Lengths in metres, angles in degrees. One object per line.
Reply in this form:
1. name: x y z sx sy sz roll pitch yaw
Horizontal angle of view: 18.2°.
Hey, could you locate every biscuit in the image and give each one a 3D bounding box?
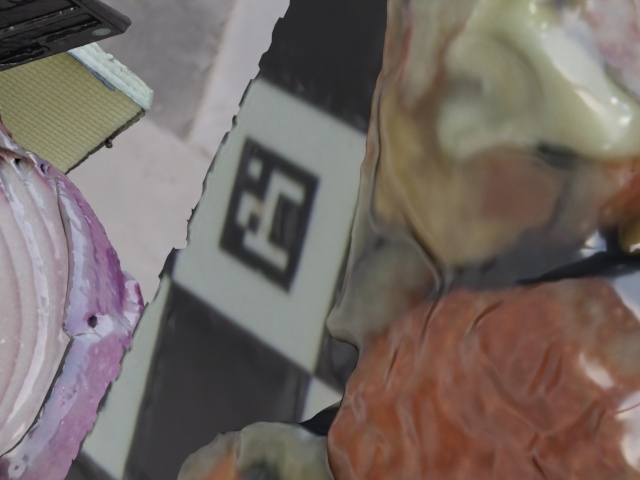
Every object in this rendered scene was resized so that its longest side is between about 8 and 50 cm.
1. biscuit: -0.232 -0.109 1.646 0.121 0.199 0.040 38 50 -20

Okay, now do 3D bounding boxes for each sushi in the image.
1. sushi: 0.037 0.061 0.402 0.069 0.339 0.320 0 38 -41

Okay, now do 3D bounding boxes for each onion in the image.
1. onion: -0.207 0.065 1.246 0.159 0.267 0.349 49 39 -46

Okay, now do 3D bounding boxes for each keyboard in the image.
1. keyboard: -0.181 -0.076 0.857 0.063 0.198 0.010 29 50 -61
